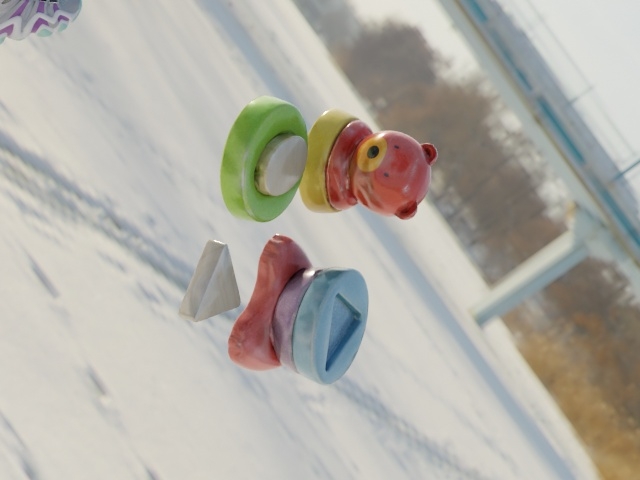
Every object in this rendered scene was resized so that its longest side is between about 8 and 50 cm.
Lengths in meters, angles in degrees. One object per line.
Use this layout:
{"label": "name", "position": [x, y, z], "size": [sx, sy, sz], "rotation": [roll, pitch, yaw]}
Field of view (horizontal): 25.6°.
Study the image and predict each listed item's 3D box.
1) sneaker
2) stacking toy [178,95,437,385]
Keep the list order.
{"label": "sneaker", "position": [-0.222, -0.183, 1.043], "size": [0.038, 0.098, 0.069], "rotation": [46, -32, 30]}
{"label": "stacking toy", "position": [0.000, 0.000, 1.485], "size": [0.130, 0.309, 0.279], "rotation": [15, -4, 26]}
